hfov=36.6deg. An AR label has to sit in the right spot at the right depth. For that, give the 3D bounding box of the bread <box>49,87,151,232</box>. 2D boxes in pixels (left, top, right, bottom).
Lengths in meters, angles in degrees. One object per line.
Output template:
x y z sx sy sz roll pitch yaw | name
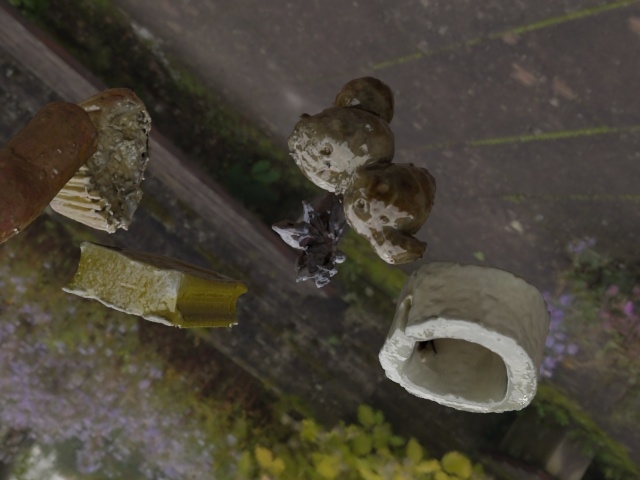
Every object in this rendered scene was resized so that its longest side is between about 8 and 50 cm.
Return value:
-0.413 -0.155 1.825 0.149 0.274 0.274 8 160 8 | bread

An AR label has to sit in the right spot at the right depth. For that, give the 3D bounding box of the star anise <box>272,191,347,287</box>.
-0.002 0.002 2.202 0.110 0.257 0.199 -14 100 34 | star anise

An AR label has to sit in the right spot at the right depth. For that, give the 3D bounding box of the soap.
-0.261 0.076 1.603 0.199 0.091 0.315 16 178 16 | soap

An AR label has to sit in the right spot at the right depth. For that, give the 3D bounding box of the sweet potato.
-0.492 -0.079 1.537 0.131 0.337 0.131 25 148 17 | sweet potato

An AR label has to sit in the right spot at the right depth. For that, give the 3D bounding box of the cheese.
0.263 0.178 1.768 0.292 0.153 0.332 14 146 11 | cheese

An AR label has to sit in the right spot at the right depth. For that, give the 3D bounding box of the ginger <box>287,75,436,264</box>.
0.096 -0.128 1.795 0.375 0.256 0.176 62 144 16 | ginger
